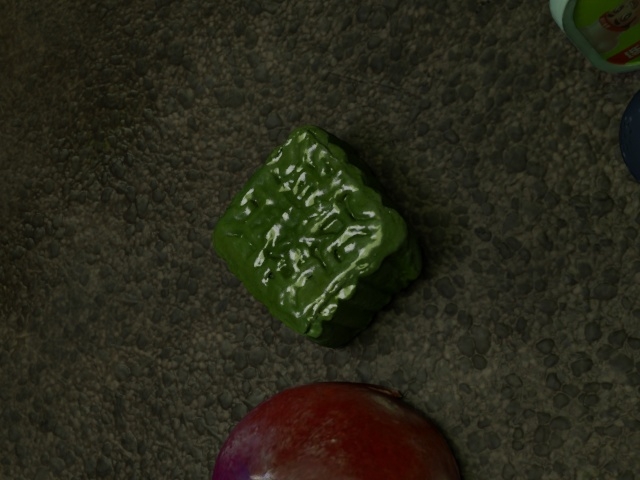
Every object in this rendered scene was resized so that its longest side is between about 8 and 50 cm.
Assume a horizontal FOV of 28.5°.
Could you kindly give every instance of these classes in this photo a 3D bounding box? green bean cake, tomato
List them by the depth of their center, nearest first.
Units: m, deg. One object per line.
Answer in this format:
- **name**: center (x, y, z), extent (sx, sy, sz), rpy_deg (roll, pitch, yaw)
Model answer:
- **tomato**: center (0.000, 0.306, 1.549), extent (0.289, 0.176, 0.335), rpy_deg (-50, 61, 7)
- **green bean cake**: center (0.000, 0.000, 1.636), extent (0.222, 0.125, 0.248), rpy_deg (-48, 62, 11)

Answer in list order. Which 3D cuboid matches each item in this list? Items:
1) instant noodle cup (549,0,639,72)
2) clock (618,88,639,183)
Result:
- **instant noodle cup**: center (0.349, -0.404, 1.468), extent (0.294, 0.294, 0.308), rpy_deg (-33, 59, 19)
- **clock**: center (0.418, -0.161, 1.399), extent (0.199, 0.147, 0.243), rpy_deg (-106, 18, -57)
